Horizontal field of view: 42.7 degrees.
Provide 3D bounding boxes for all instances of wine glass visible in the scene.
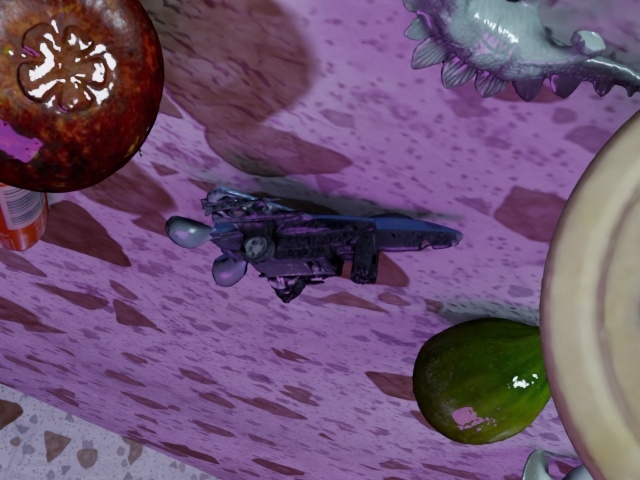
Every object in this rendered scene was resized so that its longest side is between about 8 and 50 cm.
[{"bbox_3d":[0.383,0.343,1.108,0.202,0.093,0.093,0,150,38],"label":"wine glass"}]

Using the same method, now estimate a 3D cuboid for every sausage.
[{"bbox_3d":[-0.308,-0.052,0.810,0.074,0.074,0.274,22,157,-5],"label":"sausage"}]

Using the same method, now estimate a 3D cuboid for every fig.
[{"bbox_3d":[0.171,0.128,0.786,0.123,0.123,0.156,29,142,-21],"label":"fig"}]

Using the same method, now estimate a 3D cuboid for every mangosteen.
[{"bbox_3d":[-0.173,-0.109,0.530,0.146,0.155,0.181,-5,-173,-6],"label":"mangosteen"}]

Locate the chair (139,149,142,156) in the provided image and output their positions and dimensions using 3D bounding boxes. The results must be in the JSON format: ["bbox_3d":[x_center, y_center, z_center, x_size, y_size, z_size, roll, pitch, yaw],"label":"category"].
[{"bbox_3d":[-0.175,-0.102,0.656,0.037,0.042,0.086,-2,113,37],"label":"chair"}]

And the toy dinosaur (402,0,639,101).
[{"bbox_3d":[0.111,-0.101,0.434,0.209,0.039,0.082,22,155,-11],"label":"toy dinosaur"}]

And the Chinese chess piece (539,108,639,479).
[{"bbox_3d":[0.227,0.036,0.358,0.257,0.257,0.104,1,172,34],"label":"Chinese chess piece"}]

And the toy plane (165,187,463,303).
[{"bbox_3d":[-0.002,0.007,0.697,0.246,0.078,0.169,6,152,27],"label":"toy plane"}]
